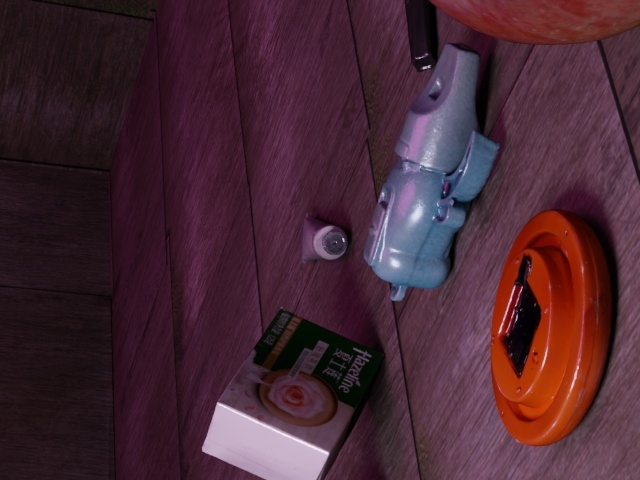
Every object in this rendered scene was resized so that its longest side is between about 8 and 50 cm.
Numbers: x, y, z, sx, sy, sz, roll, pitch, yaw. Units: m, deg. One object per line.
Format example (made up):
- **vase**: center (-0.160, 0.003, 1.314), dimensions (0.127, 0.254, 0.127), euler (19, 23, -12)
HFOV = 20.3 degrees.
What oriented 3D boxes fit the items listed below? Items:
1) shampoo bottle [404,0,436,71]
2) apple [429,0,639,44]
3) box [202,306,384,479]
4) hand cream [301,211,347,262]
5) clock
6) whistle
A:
- **shampoo bottle**: center (0.110, -0.251, 2.001), dimensions (0.048, 0.027, 0.137), euler (122, 151, -52)
- **apple**: center (0.194, -0.315, 1.348), dimensions (0.345, 0.269, 0.344), euler (7, 98, 56)
- **box**: center (-0.028, 0.177, 1.973), dimensions (0.199, 0.135, 0.081), euler (-58, -12, -51)
- **hand cream**: center (0.000, 0.000, 2.271), dimensions (0.194, 0.042, 0.067), euler (-167, 77, -79)
- **clock**: center (0.191, 0.074, 1.537), dimensions (0.205, 0.051, 0.205), euler (-174, 90, -75)
- **whistle**: center (0.111, -0.066, 1.818), dimensions (0.186, 0.093, 0.274), euler (-123, 46, -67)
